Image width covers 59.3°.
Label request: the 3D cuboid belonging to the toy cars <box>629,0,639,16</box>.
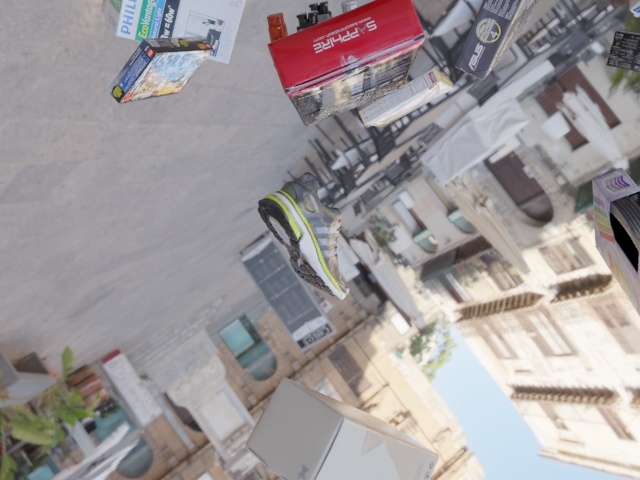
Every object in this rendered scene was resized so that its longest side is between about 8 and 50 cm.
[{"bbox_3d":[0.545,-0.504,0.987,0.393,0.087,0.176,-111,-142,-54],"label":"toy cars"}]

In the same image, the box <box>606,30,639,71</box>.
[{"bbox_3d":[0.606,-0.366,1.090,0.018,0.083,0.067,-19,125,-32],"label":"box"}]

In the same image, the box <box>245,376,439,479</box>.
[{"bbox_3d":[0.046,0.339,0.901,0.311,0.148,0.121,38,77,-46],"label":"box"}]

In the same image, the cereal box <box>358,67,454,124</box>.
[{"bbox_3d":[0.243,-0.398,1.587,0.240,0.047,0.173,-26,176,25],"label":"cereal box"}]

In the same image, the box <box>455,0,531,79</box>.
[{"bbox_3d":[0.498,-0.638,1.389,0.318,0.097,0.394,-52,166,-36],"label":"box"}]

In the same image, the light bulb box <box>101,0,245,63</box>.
[{"bbox_3d":[-0.485,-0.762,1.819,0.361,0.358,0.225,5,118,-32],"label":"light bulb box"}]

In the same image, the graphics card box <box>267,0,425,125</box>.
[{"bbox_3d":[0.048,-0.312,1.025,0.233,0.094,0.371,-21,-179,5],"label":"graphics card box"}]

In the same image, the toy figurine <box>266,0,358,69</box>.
[{"bbox_3d":[-0.006,-0.492,1.373,0.210,0.148,0.213,-29,-148,-29],"label":"toy figurine"}]

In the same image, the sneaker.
[{"bbox_3d":[0.000,0.000,1.068,0.121,0.111,0.300,-45,135,-19],"label":"sneaker"}]

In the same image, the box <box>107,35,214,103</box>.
[{"bbox_3d":[-0.214,-0.233,0.765,0.094,0.027,0.137,-39,-178,30],"label":"box"}]

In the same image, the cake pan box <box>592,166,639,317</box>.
[{"bbox_3d":[0.619,0.023,1.094,0.070,0.245,0.267,-24,141,10],"label":"cake pan box"}]
